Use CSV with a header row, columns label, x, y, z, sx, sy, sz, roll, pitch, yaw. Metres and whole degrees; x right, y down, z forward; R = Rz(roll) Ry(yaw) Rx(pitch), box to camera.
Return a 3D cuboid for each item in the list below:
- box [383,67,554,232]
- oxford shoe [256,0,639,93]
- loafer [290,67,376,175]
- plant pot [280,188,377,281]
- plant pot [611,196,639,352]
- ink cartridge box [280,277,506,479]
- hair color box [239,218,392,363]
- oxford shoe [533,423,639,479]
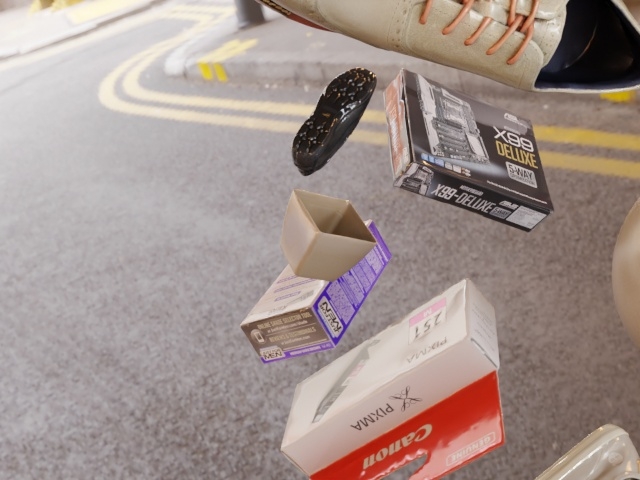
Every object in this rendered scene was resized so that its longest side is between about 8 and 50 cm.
label,x,y,z,sx,sy,sz,roll,pitch,yaw
box,0.271,-0.166,1.587,0.076,0.308,0.242,-50,31,44
oxford shoe,0.103,-0.190,0.616,0.397,0.140,0.146,1,30,-37
loafer,0.022,-0.200,1.425,0.076,0.078,0.223,28,64,16
plant pot,0.000,0.000,1.280,0.109,0.096,0.109,11,32,-35
plant pot,0.433,0.023,0.819,0.284,0.284,0.191,-12,-12,15
ink cartridge box,0.071,0.187,0.949,0.275,0.060,0.239,-35,17,23
hair color box,-0.001,0.101,1.764,0.185,0.110,0.339,-18,20,34
oxford shoe,0.379,0.493,1.440,0.449,0.169,0.130,-37,55,-8
